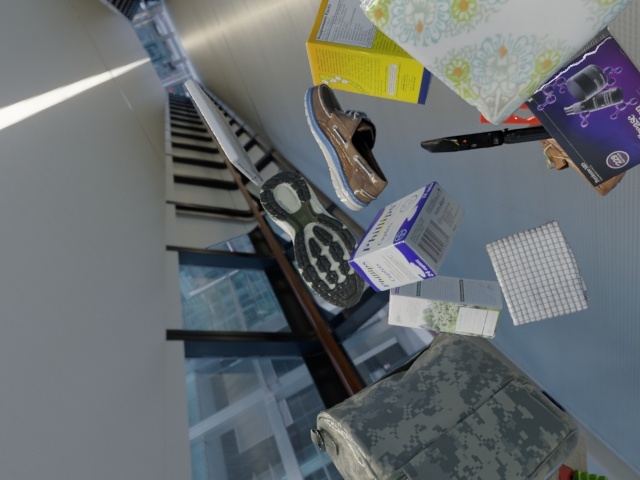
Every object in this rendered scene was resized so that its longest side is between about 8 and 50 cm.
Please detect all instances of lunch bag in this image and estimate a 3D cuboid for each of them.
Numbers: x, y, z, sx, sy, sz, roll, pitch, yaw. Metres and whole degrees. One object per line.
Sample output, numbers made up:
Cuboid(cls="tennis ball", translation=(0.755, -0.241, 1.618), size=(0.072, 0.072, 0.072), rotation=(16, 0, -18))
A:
Cuboid(cls="lunch bag", translation=(0.172, 0.293, 0.635), size=(0.256, 0.305, 0.213), rotation=(45, 148, 39))

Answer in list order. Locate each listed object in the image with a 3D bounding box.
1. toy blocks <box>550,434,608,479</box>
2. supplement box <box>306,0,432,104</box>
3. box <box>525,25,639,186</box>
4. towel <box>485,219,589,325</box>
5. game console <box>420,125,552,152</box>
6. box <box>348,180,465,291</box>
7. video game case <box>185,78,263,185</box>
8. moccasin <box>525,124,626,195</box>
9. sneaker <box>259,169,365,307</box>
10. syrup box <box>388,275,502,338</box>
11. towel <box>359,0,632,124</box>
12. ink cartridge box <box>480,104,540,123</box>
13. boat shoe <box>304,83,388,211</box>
Cuboid(cls="toy blocks", translation=(0.471, 0.537, 0.965), size=(0.260, 0.382, 0.191), rotation=(32, 139, -10))
Cuboid(cls="supplement box", translation=(0.162, -0.559, 1.249), size=(0.195, 0.356, 0.194), rotation=(69, -144, -72))
Cuboid(cls="box", translation=(0.579, -0.270, 0.887), size=(0.261, 0.103, 0.184), rotation=(44, 135, -10))
Cuboid(cls="towel", translation=(0.687, 0.105, 1.367), size=(0.284, 0.234, 0.121), rotation=(71, -163, 6))
Cuboid(cls="game console", translation=(0.458, -0.266, 1.103), size=(0.213, 0.360, 0.044), rotation=(-129, 31, -77))
Cuboid(cls="box", translation=(0.126, -0.003, 0.640), size=(0.072, 0.126, 0.137), rotation=(42, 148, -12))
Cuboid(cls="video game case", translation=(-0.193, -0.214, 0.879), size=(0.191, 0.022, 0.173), rotation=(58, -177, 11))
Cuboid(cls="moccasin", translation=(0.925, -0.311, 1.601), size=(0.380, 0.139, 0.147), rotation=(44, 121, 21))
Cuboid(cls="sneaker", translation=(0.000, 0.000, 1.111), size=(0.410, 0.158, 0.182), rotation=(59, -175, 27))
Cuboid(cls="syrup box", translation=(0.277, 0.143, 0.972), size=(0.096, 0.236, 0.093), rotation=(-66, -22, -53))
Cuboid(cls="towel", translation=(0.289, -0.425, 0.716), size=(0.374, 0.320, 0.090), rotation=(35, -139, -11))
Cuboid(cls="ink cartridge box", translation=(0.609, -0.457, 1.266), size=(0.275, 0.060, 0.239), rotation=(10, 123, 30))
Cuboid(cls="boat shoe", translation=(0.038, -0.131, 0.549), size=(0.066, 0.066, 0.183), rotation=(-1, -114, -54))
